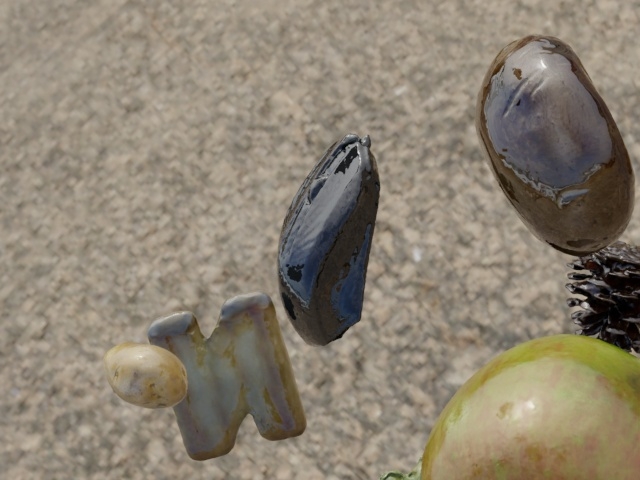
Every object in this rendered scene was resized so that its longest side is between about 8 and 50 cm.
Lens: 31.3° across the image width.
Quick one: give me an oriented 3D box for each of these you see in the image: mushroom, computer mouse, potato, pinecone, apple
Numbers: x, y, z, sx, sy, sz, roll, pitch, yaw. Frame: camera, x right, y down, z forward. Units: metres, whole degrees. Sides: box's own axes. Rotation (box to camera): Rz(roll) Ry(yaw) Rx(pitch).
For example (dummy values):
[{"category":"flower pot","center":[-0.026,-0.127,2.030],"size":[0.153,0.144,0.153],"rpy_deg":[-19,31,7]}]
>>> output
[{"category":"mushroom","center":[0.141,-0.053,0.695],"size":[0.080,0.170,0.135],"rpy_deg":[-17,76,12]},{"category":"computer mouse","center":[0.000,0.000,0.862],"size":[0.099,0.057,0.172],"rpy_deg":[-130,49,-65]},{"category":"potato","center":[-0.155,0.116,1.008],"size":[0.062,0.068,0.083],"rpy_deg":[-36,41,-14]},{"category":"pinecone","center":[0.423,0.087,1.619],"size":[0.163,0.163,0.165],"rpy_deg":[21,109,45]},{"category":"apple","center":[0.286,0.277,1.340],"size":[0.339,0.339,0.340],"rpy_deg":[-20,46,22]}]

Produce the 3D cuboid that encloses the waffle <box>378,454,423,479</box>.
[{"category":"waffle","center":[0.148,0.484,1.648],"size":[0.297,0.073,0.317],"rpy_deg":[-41,65,-9]}]

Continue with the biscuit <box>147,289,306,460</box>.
[{"category":"biscuit","center":[-0.165,0.246,2.069],"size":[0.236,0.291,0.062],"rpy_deg":[-17,14,2]}]
